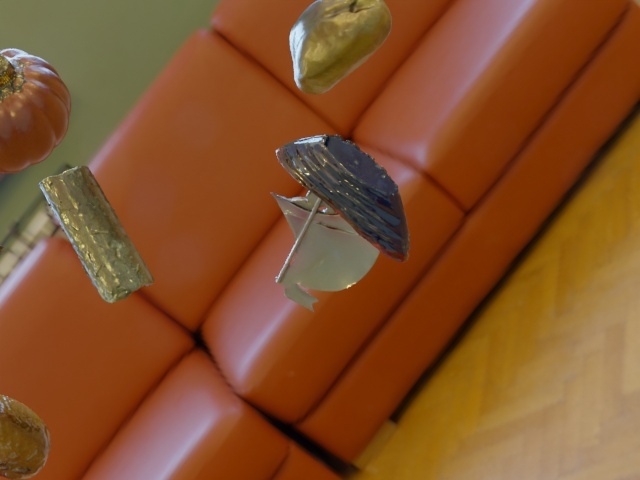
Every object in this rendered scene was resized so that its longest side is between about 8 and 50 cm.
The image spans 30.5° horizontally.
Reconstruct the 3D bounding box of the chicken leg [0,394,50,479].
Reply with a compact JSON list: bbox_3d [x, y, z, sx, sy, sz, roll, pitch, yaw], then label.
[{"bbox_3d":[-0.409,0.203,1.376,0.107,0.251,0.087,17,68,39],"label":"chicken leg"}]

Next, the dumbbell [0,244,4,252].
[{"bbox_3d":[-0.481,0.115,1.517,0.254,0.081,0.081,-61,24,-5],"label":"dumbbell"}]

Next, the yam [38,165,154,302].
[{"bbox_3d":[-0.206,-0.005,1.084,0.054,0.132,0.054,-30,-1,-1],"label":"yam"}]

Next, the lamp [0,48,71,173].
[{"bbox_3d":[-0.512,-0.209,1.887,0.197,0.223,0.223,87,-160,-52],"label":"lamp"}]

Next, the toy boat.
[{"bbox_3d":[0.024,0.002,1.622,0.219,0.318,0.072,23,41,25],"label":"toy boat"}]

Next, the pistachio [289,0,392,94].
[{"bbox_3d":[0.012,-0.264,1.582,0.189,0.100,0.110,-31,27,45],"label":"pistachio"}]
